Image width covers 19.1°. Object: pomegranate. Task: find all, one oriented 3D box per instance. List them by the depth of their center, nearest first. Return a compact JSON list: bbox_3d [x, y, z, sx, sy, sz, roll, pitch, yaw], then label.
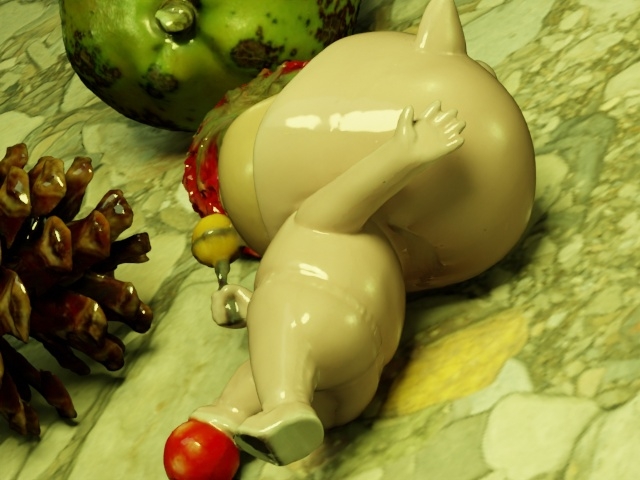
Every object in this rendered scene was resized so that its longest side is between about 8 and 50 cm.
[{"bbox_3d":[-0.070,-0.174,1.393,0.222,0.276,0.204,-5,74,11],"label":"pomegranate"}]

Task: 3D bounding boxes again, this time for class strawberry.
[{"bbox_3d":[-0.024,-0.058,1.225,0.145,0.086,0.145,-28,26,15],"label":"strawberry"}]

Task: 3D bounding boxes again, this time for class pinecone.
[{"bbox_3d":[-0.197,0.029,1.172,0.208,0.207,0.207,-26,28,15],"label":"pinecone"}]

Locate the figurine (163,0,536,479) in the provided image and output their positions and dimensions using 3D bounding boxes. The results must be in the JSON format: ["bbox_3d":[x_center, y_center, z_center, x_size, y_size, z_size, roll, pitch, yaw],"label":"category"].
[{"bbox_3d":[0.000,0.000,1.024,0.186,0.176,0.287,16,66,25],"label":"figurine"}]
